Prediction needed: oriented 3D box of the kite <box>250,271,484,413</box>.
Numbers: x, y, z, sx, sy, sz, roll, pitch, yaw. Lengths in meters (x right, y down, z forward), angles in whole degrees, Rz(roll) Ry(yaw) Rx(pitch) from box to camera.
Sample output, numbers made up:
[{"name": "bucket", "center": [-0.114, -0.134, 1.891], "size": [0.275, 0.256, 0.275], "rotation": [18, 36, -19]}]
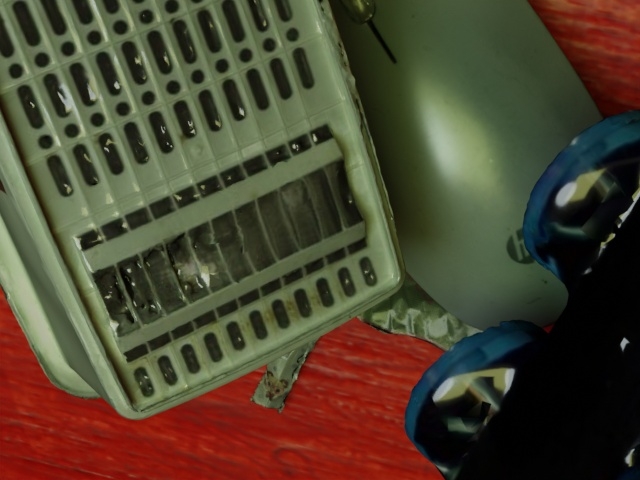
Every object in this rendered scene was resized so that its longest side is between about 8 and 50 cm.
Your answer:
[{"name": "kite", "center": [0.000, 0.000, 0.913], "size": [0.323, 0.013, 0.268], "rotation": [17, 111, 4]}]

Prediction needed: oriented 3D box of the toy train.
[{"name": "toy train", "center": [0.217, 0.073, 0.762], "size": [0.188, 0.265, 0.300], "rotation": [49, 120, 40]}]

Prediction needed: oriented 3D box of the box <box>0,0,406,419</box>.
[{"name": "box", "center": [-0.090, -0.064, 0.739], "size": [0.220, 0.166, 0.291], "rotation": [-25, 115, -15]}]

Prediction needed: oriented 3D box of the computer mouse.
[{"name": "computer mouse", "center": [0.078, -0.070, 0.822], "size": [0.159, 0.097, 0.288], "rotation": [-34, 102, 17]}]
